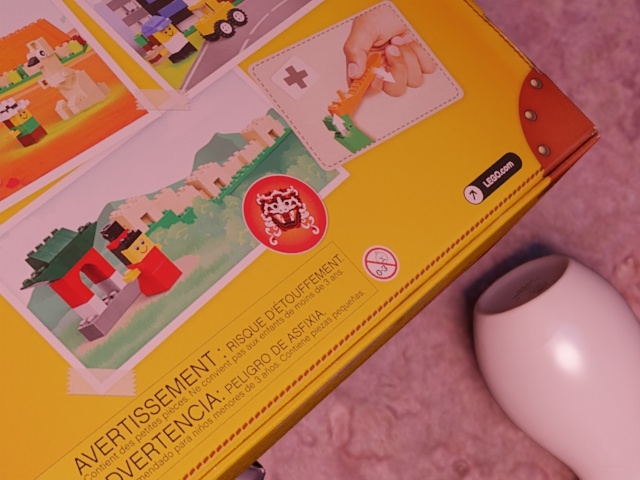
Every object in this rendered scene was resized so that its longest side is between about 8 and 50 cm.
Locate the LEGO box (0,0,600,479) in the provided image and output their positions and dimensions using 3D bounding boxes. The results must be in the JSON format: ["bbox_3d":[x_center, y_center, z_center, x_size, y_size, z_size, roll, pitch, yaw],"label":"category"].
[{"bbox_3d":[-0.134,-0.032,0.816,0.372,0.193,0.500,47,58,7],"label":"LEGO box"}]

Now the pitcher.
[{"bbox_3d":[0.222,0.103,1.051,0.178,0.125,0.207,-41,107,-31],"label":"pitcher"}]

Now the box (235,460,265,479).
[{"bbox_3d":[-0.227,0.243,0.915,0.296,0.183,0.294,18,86,-10],"label":"box"}]
